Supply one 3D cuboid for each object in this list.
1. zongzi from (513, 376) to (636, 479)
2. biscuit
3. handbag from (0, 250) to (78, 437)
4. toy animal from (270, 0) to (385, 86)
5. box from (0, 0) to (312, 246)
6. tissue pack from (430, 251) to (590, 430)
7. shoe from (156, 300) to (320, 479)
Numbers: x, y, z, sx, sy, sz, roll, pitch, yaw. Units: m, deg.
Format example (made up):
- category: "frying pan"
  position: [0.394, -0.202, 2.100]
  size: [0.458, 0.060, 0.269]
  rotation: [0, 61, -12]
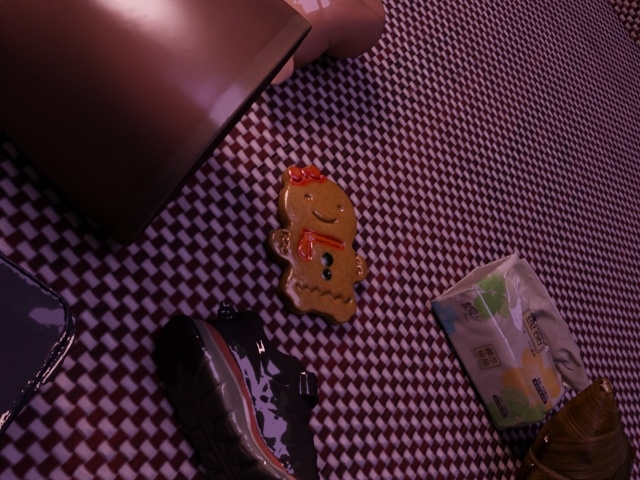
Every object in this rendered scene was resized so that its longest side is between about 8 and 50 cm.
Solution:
- category: "zongzi"
  position: [0.409, 0.282, 0.985]
  size: [0.286, 0.134, 0.288]
  rotation: [-19, 126, -49]
- category: "biscuit"
  position: [0.000, 0.000, 0.910]
  size: [0.166, 0.036, 0.225]
  rotation: [20, 58, -31]
- category: "handbag"
  position: [-0.370, 0.100, 0.467]
  size: [0.269, 0.118, 0.325]
  rotation: [45, 34, -16]
- category: "toy animal"
  position: [-0.006, -0.328, 0.972]
  size: [0.250, 0.154, 0.166]
  rotation: [-26, 97, -41]
- category: "box"
  position: [-0.184, -0.168, 0.674]
  size: [0.216, 0.301, 0.301]
  rotation: [38, 50, -12]
- category: "tissue pack"
  position: [0.309, 0.148, 1.028]
  size: [0.159, 0.145, 0.229]
  rotation: [-27, 89, -43]
- category: "shoe"
  position: [-0.060, 0.196, 0.723]
  size: [0.137, 0.114, 0.290]
  rotation: [-26, 85, -49]
